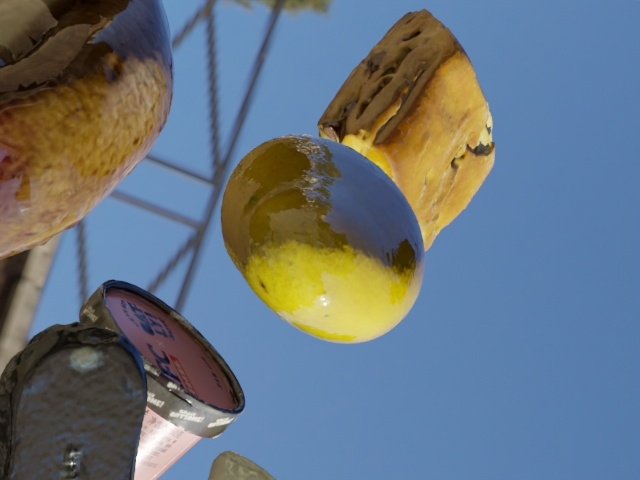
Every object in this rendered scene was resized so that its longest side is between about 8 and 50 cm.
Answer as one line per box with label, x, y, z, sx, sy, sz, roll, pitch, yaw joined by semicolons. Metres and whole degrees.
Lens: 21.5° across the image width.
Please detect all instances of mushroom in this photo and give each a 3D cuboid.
mushroom;-0.191;-0.090;0.787;0.253;0.253;0.153;-100;-163;-44

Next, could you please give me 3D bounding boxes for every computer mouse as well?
computer mouse;-0.191;0.160;1.230;0.073;0.122;0.217;-148;-113;-69

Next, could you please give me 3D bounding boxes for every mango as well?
mango;0.000;0.000;0.759;0.076;0.103;0.161;-46;-178;10

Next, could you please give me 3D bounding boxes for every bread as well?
bread;0.098;-0.098;1.734;0.099;0.235;0.210;23;-117;33

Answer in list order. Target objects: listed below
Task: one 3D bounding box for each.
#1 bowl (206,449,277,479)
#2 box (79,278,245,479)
bowl;-0.057;0.430;1.560;0.196;0.434;0.435;-31;-159;-19
box;-0.157;0.130;1.341;0.135;0.151;0.151;-48;-147;13
